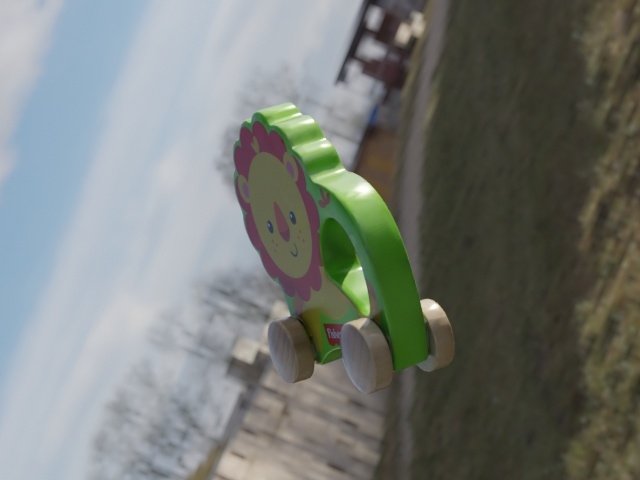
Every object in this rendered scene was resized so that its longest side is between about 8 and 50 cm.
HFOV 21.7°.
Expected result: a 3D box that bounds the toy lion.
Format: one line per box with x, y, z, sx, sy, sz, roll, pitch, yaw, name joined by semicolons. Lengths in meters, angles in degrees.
0.000;0.000;0.567;0.100;0.034;0.096;-2;104;66;toy lion
